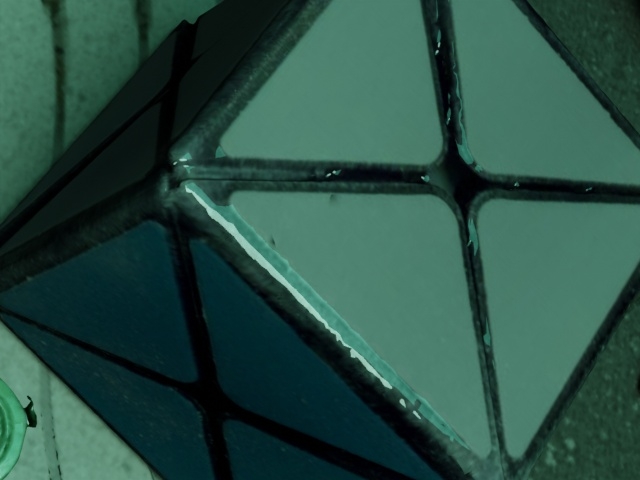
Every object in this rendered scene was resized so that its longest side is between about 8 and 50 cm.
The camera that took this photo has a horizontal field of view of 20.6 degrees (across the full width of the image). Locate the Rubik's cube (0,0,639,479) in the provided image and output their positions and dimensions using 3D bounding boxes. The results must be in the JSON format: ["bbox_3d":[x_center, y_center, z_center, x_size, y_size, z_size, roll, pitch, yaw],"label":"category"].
[{"bbox_3d":[0.000,0.000,0.982,0.260,0.259,0.255,46,55,-13],"label":"Rubik's cube"}]

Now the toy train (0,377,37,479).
[{"bbox_3d":[-0.226,0.179,0.871,0.177,0.116,0.285,-7,83,-24],"label":"toy train"}]
